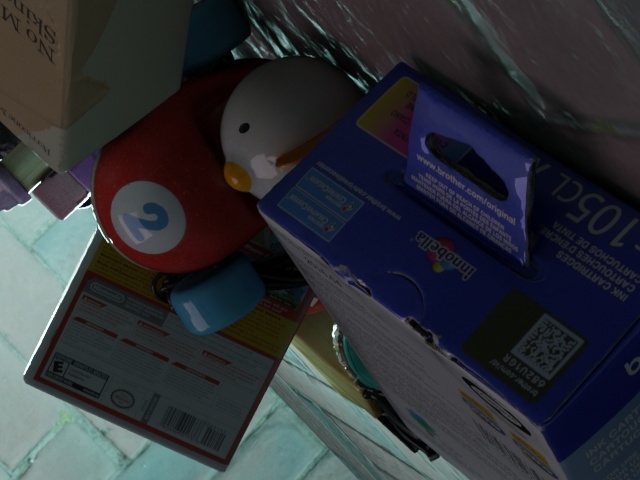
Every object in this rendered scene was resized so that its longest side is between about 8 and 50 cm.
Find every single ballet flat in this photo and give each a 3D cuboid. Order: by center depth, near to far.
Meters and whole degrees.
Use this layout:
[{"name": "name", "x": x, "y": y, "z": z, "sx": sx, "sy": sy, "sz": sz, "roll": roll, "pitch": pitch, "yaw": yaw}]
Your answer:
[{"name": "ballet flat", "x": 0.078, "y": 0.121, "z": 1.789, "sx": 0.241, "sy": 0.091, "sz": 0.077, "roll": 43, "pitch": -173, "yaw": -41}]

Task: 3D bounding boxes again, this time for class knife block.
[{"name": "knife block", "x": 0.052, "y": 0.128, "z": 1.987, "sx": 0.275, "sy": 0.088, "sz": 0.242, "roll": 48, "pitch": 170, "yaw": -17}]

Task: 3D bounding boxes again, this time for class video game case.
[{"name": "video game case", "x": -0.113, "y": 0.041, "z": 1.547, "sx": 0.204, "sy": 0.285, "sz": 0.025, "roll": 26, "pitch": -176, "yaw": -11}]

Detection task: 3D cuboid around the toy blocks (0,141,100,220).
[{"name": "toy blocks", "x": -0.232, "y": -0.098, "z": 1.690, "sx": 0.288, "sy": 0.260, "sz": 0.309, "roll": 45, "pitch": 171, "yaw": -3}]

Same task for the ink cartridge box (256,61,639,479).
[{"name": "ink cartridge box", "x": 0.131, "y": 0.060, "z": 1.138, "sx": 0.270, "sy": 0.151, "sz": 0.395, "roll": 37, "pitch": 170, "yaw": 37}]

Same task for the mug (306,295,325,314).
[{"name": "mug", "x": -0.004, "y": -0.009, "z": 1.666, "sx": 0.169, "sy": 0.150, "sz": 0.113, "roll": 87, "pitch": 173, "yaw": -71}]

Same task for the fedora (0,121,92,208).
[{"name": "fedora", "x": -0.306, "y": -0.151, "z": 1.965, "sx": 0.334, "sy": 0.152, "sz": 0.334, "roll": 46, "pitch": -177, "yaw": -3}]

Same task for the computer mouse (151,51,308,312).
[{"name": "computer mouse", "x": -0.065, "y": -0.068, "z": 1.494, "sx": 0.060, "sy": 0.184, "sz": 0.262, "roll": -131, "pitch": 35, "yaw": -78}]

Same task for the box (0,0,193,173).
[{"name": "box", "x": -0.165, "y": -0.196, "z": 1.115, "sx": 0.148, "sy": 0.121, "sz": 0.311, "roll": 42, "pitch": 152, "yaw": 15}]

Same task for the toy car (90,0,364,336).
[{"name": "toy car", "x": -0.048, "y": -0.066, "z": 1.290, "sx": 0.219, "sy": 0.210, "sz": 0.238, "roll": 59, "pitch": 155, "yaw": -13}]
